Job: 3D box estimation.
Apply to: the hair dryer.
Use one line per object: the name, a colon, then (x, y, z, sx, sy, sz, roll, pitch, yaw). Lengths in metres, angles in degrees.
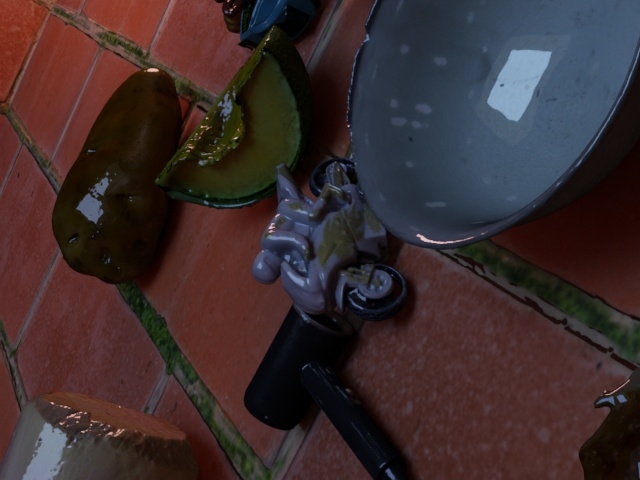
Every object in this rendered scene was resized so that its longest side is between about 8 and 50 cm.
hair dryer: (0.012, 0.174, 0.873, 0.128, 0.070, 0.255, -59, 37, 15)

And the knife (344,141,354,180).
knife: (0.025, -0.071, 1.033, 0.046, 0.022, 0.256, 29, 101, 52)

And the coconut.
coconut: (-0.270, 0.314, 1.053, 0.239, 0.239, 0.244, 11, 82, 58)

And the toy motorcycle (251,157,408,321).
toy motorcycle: (0.000, 0.000, 0.931, 0.074, 0.151, 0.228, 78, 176, -50)

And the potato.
potato: (-0.314, -0.110, 1.451, 0.195, 0.177, 0.369, 114, 167, -64)

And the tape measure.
tape measure: (-0.056, -0.337, 1.261, 0.146, 0.081, 0.125, -9, 67, 54)

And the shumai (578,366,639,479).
shumai: (0.203, 0.129, 0.496, 0.166, 0.176, 0.206, -48, 34, 29)

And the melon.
melon: (-0.076, -0.153, 1.157, 0.265, 0.129, 0.169, -45, 16, 38)

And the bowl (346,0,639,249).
bowl: (0.171, -0.131, 0.721, 0.313, 0.146, 0.313, -26, 58, 51)

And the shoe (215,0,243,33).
shoe: (-0.122, -0.376, 1.398, 0.069, 0.072, 0.109, 48, -114, -82)
